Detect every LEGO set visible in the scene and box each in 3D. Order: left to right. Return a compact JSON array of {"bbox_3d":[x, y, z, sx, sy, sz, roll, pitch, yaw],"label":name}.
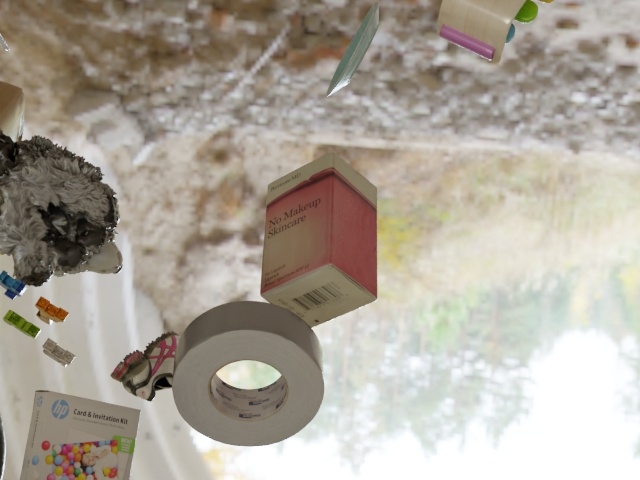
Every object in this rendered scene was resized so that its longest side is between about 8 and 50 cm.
[{"bbox_3d":[-0.508,0.131,2.125,0.227,0.087,0.093,33,160,1],"label":"LEGO set"}]

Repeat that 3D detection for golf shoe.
[{"bbox_3d":[-0.262,0.207,1.966,0.086,0.067,0.186,43,-154,6],"label":"golf shoe"}]

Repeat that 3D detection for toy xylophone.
[{"bbox_3d":[0.284,-0.448,1.920,0.236,0.322,0.081,37,165,20],"label":"toy xylophone"}]

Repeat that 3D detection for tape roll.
[{"bbox_3d":[-0.104,0.195,1.762,0.219,0.219,0.072,5,-146,-6],"label":"tape roll"}]

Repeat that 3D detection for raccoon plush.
[{"bbox_3d":[-0.493,-0.113,2.110,0.216,0.446,0.299,-29,-170,-7],"label":"raccoon plush"}]

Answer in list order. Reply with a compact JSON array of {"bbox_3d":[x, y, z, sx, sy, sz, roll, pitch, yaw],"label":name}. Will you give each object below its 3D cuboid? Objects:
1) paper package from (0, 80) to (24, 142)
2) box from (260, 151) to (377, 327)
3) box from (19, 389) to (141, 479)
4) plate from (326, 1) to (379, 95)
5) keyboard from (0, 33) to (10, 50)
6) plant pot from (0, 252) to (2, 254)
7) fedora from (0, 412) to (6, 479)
[{"bbox_3d":[-0.756,-0.189,2.277,0.310,0.168,0.325,17,-143,0],"label":"paper package"},{"bbox_3d":[0.000,0.000,1.966,0.149,0.232,0.127,-26,135,30],"label":"box"},{"bbox_3d":[-0.310,0.295,1.551,0.145,0.186,0.038,21,160,-40],"label":"box"},{"bbox_3d":[0.063,-0.333,2.151,0.024,0.188,0.188,28,178,-7],"label":"plate"},{"bbox_3d":[-0.686,-0.457,2.508,0.014,0.072,0.256,-34,174,-8],"label":"keyboard"},{"bbox_3d":[-0.601,-0.029,2.415,0.082,0.081,0.083,-22,-171,9],"label":"plant pot"},{"bbox_3d":[-0.623,0.325,1.818,0.153,0.334,0.334,2,180,23],"label":"fedora"}]
